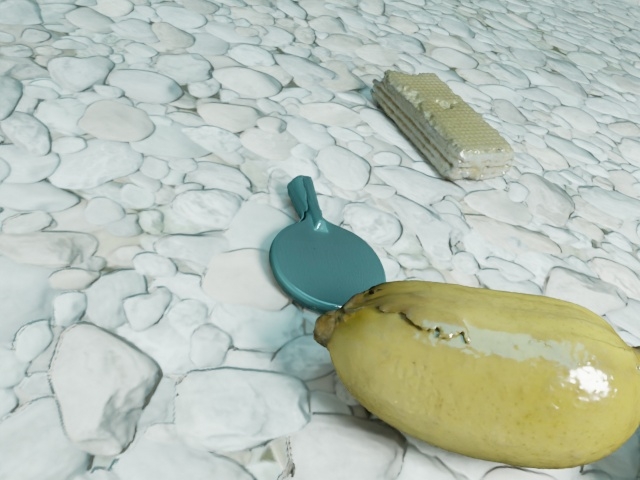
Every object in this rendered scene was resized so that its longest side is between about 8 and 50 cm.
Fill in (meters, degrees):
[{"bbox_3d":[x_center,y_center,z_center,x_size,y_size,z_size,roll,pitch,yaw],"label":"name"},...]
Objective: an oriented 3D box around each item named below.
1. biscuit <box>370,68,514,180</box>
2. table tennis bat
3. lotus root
[{"bbox_3d":[0.173,-0.174,0.964,0.108,0.062,0.239,-6,42,-28],"label":"biscuit"},{"bbox_3d":[0.000,0.000,0.699,0.124,0.033,0.201,3,42,-22],"label":"table tennis bat"},{"bbox_3d":[0.142,0.109,0.531,0.303,0.131,0.146,9,22,3],"label":"lotus root"}]
